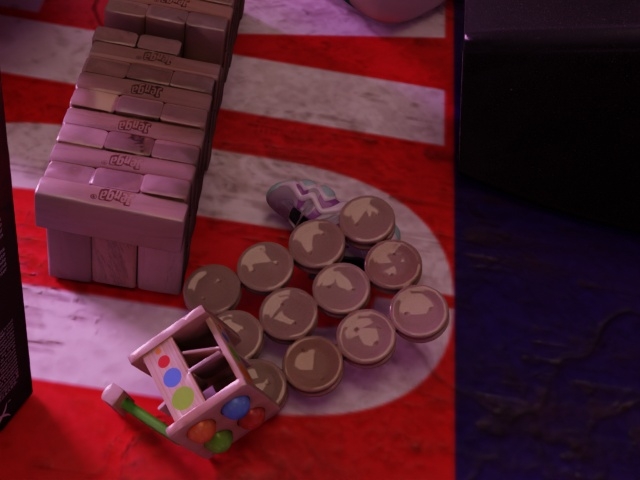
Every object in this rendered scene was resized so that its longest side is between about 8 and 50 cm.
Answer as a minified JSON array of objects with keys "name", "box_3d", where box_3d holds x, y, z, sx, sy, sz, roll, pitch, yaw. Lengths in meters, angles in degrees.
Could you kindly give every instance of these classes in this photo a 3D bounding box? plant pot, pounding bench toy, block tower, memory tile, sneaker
[{"name":"plant pot","box_3d":[0.186,-0.130,0.768,0.167,0.188,0.187,2,47,8]},{"name":"pounding bench toy","box_3d":[-0.076,0.092,0.590,0.083,0.052,0.065,-35,58,3]},{"name":"block tower","box_3d":[-0.115,-0.110,0.740,0.091,0.097,0.335,9,46,-3]},{"name":"memory tile","box_3d":[-0.003,0.040,0.649,0.148,0.012,0.113,-24,60,-10]},{"name":"sneaker","box_3d":[0.000,0.000,0.698,0.098,0.038,0.069,21,47,9]}]

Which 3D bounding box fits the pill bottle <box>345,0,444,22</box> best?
[{"name":"pill bottle","box_3d":[-0.016,-0.367,0.912,0.204,0.204,0.361,-30,60,-32]}]

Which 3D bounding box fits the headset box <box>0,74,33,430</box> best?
[{"name":"headset box","box_3d":[-0.263,-0.018,0.490,0.218,0.293,0.110,24,48,10]}]
